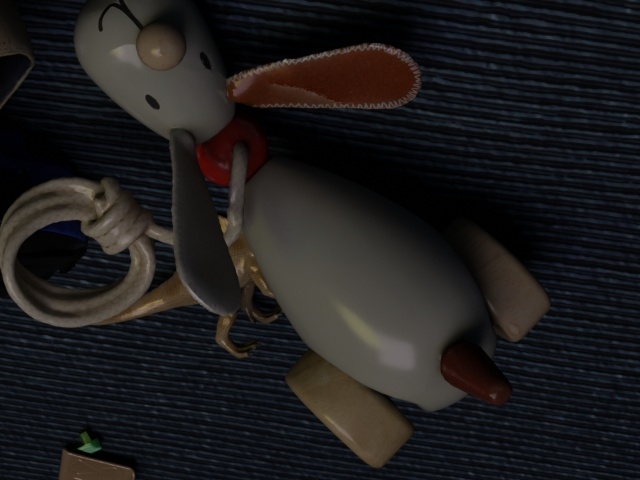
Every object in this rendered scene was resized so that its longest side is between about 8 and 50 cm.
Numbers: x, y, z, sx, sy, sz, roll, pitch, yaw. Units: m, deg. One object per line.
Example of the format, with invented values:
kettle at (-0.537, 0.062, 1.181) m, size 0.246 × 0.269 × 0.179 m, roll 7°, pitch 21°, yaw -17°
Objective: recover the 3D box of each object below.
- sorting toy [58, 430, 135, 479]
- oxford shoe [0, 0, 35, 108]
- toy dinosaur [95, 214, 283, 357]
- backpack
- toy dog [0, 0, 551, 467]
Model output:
sorting toy at (-0.176, 0.180, 1.092) m, size 0.062 × 0.012 × 0.083 m, roll 18°, pitch 137°, yaw 0°
oxford shoe at (-0.289, -0.021, 0.768) m, size 0.348 × 0.130 × 0.123 m, roll -50°, pitch 155°, yaw 21°
toy dinosaur at (-0.065, 0.028, 0.918) m, size 0.183 × 0.053 × 0.093 m, roll -32°, pitch 105°, yaw 25°
backpack at (-0.205, -0.021, 0.855) m, size 0.098 × 0.101 × 0.120 m, roll -23°, pitch 157°, yaw 32°
toy dog at (0.000, 0.000, 0.771) m, size 0.333 × 0.161 × 0.220 m, roll 25°, pitch 89°, yaw -20°
